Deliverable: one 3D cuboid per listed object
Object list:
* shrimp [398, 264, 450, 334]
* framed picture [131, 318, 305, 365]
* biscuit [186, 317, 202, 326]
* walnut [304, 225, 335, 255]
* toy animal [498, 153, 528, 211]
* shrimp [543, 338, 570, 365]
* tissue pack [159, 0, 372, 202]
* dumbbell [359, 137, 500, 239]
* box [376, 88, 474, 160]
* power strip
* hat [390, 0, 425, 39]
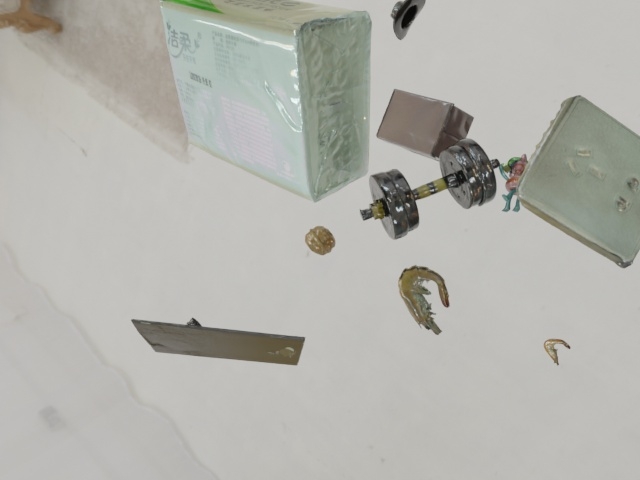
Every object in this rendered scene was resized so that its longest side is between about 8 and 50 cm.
[{"bbox_3d":[0.365,0.195,1.750,0.173,0.058,0.253,-37,86,28],"label":"shrimp"},{"bbox_3d":[-0.200,0.216,1.064,0.324,0.244,0.013,6,65,-4],"label":"framed picture"},{"bbox_3d":[-0.346,0.244,1.387,0.087,0.027,0.089,11,125,28],"label":"biscuit"},{"bbox_3d":[0.000,0.000,1.492,0.079,0.096,0.082,-39,45,4],"label":"walnut"},{"bbox_3d":[0.585,-0.182,1.569,0.104,0.208,0.100,22,148,4],"label":"toy animal"},{"bbox_3d":[0.887,0.416,1.924,0.091,0.025,0.127,-10,116,32],"label":"shrimp"},{"bbox_3d":[-0.106,-0.302,1.022,0.405,0.205,0.331,30,137,36],"label":"tissue pack"},{"bbox_3d":[0.285,-0.134,1.341,0.389,0.185,0.184,-21,92,-4],"label":"dumbbell"},{"bbox_3d":[0.348,-0.377,1.719,0.252,0.153,0.188,29,101,45],"label":"box"},{"bbox_3d":[0.412,-0.087,0.790,0.213,0.064,0.198,34,81,1],"label":"power strip"},{"bbox_3d":[0.200,-0.548,1.249,0.050,0.121,0.121,38,120,20],"label":"hat"}]
